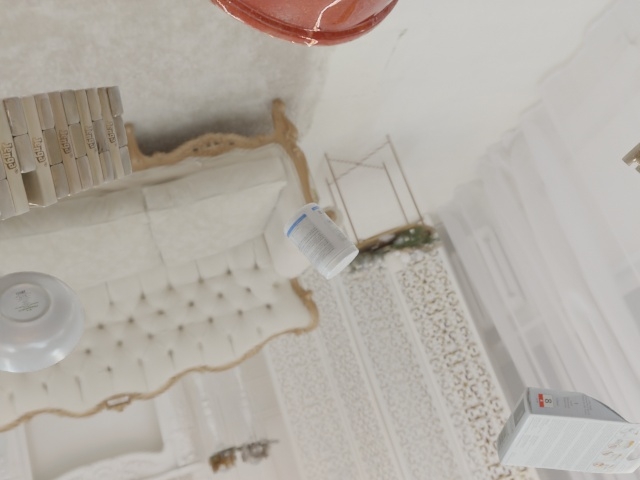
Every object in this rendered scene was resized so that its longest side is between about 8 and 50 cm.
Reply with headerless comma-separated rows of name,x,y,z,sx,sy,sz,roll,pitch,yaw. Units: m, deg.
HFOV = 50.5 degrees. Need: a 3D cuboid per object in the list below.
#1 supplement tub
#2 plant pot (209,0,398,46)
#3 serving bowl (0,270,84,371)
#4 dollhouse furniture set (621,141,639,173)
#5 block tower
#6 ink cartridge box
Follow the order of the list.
supplement tub,0.000,0.000,1.063,0.071,0.107,0.071,-39,167,-10
plant pot,0.042,-0.302,0.418,0.272,0.273,0.265,-3,172,-36
serving bowl,-0.216,0.053,0.496,0.083,0.083,0.027,-8,142,-27
dollhouse furniture set,0.566,-0.114,0.967,0.355,0.303,0.174,24,118,-38
block tower,-0.270,-0.062,0.527,0.097,0.091,0.335,-2,-163,16
ink cartridge box,0.329,0.241,0.856,0.179,0.045,0.145,3,139,-2
